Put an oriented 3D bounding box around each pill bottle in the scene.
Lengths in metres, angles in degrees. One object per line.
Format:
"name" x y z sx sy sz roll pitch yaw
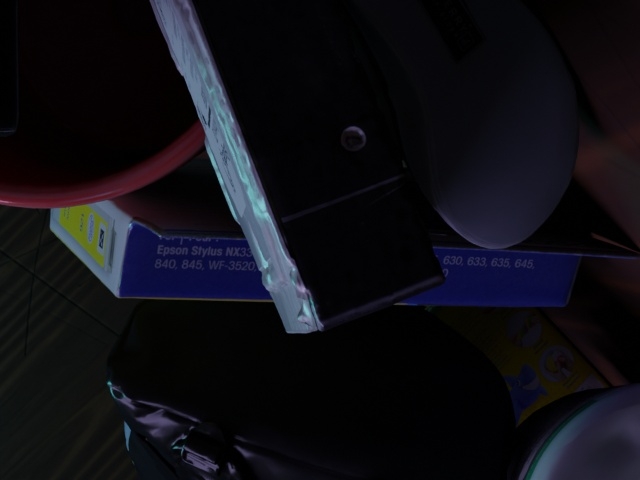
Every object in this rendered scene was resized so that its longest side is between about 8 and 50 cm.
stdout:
"pill bottle" 0.221 0.204 1.180 0.204 0.204 0.361 44 175 4

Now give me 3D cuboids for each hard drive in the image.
"hard drive" -0.046 -0.123 0.753 0.237 0.064 0.339 150 98 -85

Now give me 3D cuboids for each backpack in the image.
"backpack" -0.014 0.150 1.279 0.290 0.273 0.356 17 144 3

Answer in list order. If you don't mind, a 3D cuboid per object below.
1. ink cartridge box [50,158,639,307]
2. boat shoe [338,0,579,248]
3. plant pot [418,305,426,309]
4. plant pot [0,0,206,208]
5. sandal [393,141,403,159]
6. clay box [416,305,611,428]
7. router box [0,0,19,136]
"ink cartridge box" 0.000 0.000 1.082 0.303 0.072 0.307 3 -167 -20
"boat shoe" 0.051 -0.103 0.798 0.084 0.095 0.258 45 166 47
"plant pot" 0.082 0.152 1.844 0.263 0.263 0.229 44 -167 2
"plant pot" -0.138 -0.153 1.016 0.275 0.275 0.243 44 -175 6
"sandal" 0.024 -0.110 1.155 0.254 0.054 0.097 31 176 27
"clay box" 0.152 0.115 1.439 0.222 0.127 0.053 46 175 -12
"router box" -0.211 -0.193 0.781 0.081 0.309 0.243 0 179 -25
